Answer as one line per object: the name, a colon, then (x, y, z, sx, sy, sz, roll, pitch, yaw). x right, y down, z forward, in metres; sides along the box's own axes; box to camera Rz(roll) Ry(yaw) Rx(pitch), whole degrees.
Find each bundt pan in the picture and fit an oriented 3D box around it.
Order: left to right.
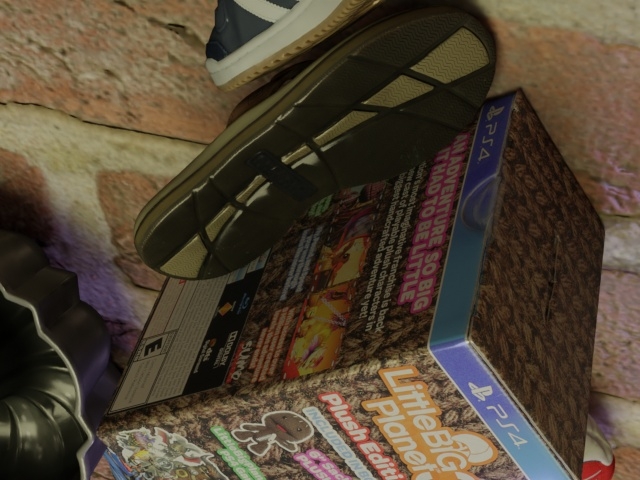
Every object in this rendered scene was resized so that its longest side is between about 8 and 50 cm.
bundt pan: (-0.326, 0.116, 1.138, 0.331, 0.124, 0.331, 8, 116, 17)

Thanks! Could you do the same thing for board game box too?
board game box: (0.028, 0.061, 0.855, 0.291, 0.232, 0.141, -18, 125, 32)

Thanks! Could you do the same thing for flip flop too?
flip flop: (-0.012, -0.072, 0.828, 0.277, 0.080, 0.112, -35, 132, 18)

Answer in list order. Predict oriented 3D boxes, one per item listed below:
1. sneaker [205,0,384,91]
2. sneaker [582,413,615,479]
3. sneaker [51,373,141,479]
sneaker: (-0.023, -0.196, 0.740, 0.153, 0.099, 0.282, 58, 152, -5)
sneaker: (0.126, 0.206, 1.081, 0.279, 0.107, 0.118, -14, 135, 39)
sneaker: (-0.178, 0.195, 1.232, 0.221, 0.083, 0.087, 38, 134, -17)
